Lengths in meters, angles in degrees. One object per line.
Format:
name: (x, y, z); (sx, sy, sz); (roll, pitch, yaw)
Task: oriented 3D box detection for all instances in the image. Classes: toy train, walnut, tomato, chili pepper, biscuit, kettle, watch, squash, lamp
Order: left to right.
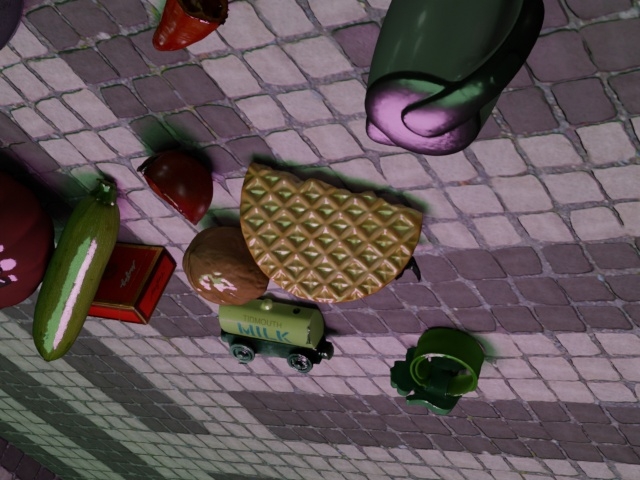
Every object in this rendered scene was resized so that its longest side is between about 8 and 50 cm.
lamp: (-0.669, -0.004, 2.070); (0.303, 0.257, 0.303); (5, 123, 8)
squash: (-0.470, 0.057, 2.045); (0.107, 0.107, 0.395); (24, 110, -1)
chili pepper: (-0.199, -0.305, 1.494); (0.088, 0.065, 0.169); (34, 152, -17)
tomato: (-0.239, -0.103, 1.816); (0.139, 0.091, 0.159); (47, 170, -20)
walnut: (-0.173, 0.046, 1.958); (0.166, 0.149, 0.166); (25, -176, -2)
toy train: (-0.096, 0.181, 2.172); (0.253, 0.105, 0.157); (9, 133, 23)
biscuit: (0.000, 0.000, 1.734); (0.309, 0.205, 0.040); (17, -170, 12)
watch: (0.222, 0.241, 2.024); (0.165, 0.131, 0.152); (20, 139, 7)
kettle: (0.161, -0.225, 1.200); (0.161, 0.236, 0.221); (41, 145, -27)

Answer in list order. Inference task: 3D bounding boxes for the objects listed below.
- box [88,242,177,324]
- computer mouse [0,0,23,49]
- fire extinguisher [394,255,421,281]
box: (-0.431, 0.082, 2.170); (0.239, 0.153, 0.074); (5, 142, 28)
computer mouse: (-0.554, -0.308, 1.592); (0.114, 0.203, 0.374); (50, 141, -1)
fire extinguisher: (0.064, 0.011, 1.781); (0.231, 0.099, 0.071); (22, 124, 4)
